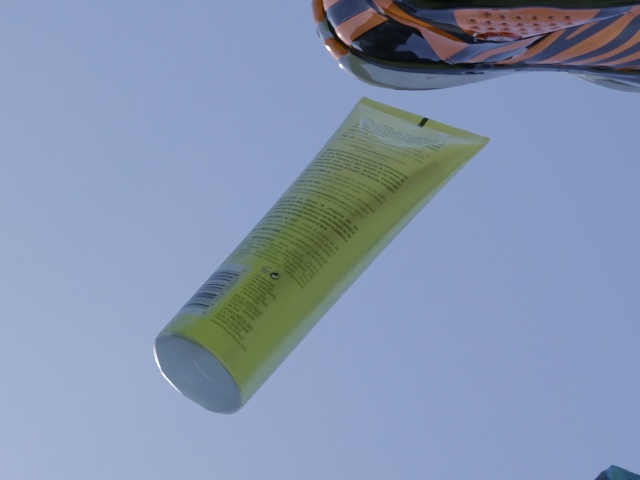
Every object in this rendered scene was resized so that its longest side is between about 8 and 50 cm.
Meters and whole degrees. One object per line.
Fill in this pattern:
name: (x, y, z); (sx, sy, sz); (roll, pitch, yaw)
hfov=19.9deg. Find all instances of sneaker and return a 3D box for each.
sneaker: (0.167, -0.144, 0.957); (0.321, 0.180, 0.125); (-13, -91, -18)

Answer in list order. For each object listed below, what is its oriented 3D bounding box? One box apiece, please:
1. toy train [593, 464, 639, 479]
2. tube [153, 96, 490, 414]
toy train: (0.093, 0.129, 0.345); (0.105, 0.080, 0.184); (22, -151, -23)
tube: (0.000, 0.000, 1.043); (0.070, 0.062, 0.240); (44, -124, -6)
